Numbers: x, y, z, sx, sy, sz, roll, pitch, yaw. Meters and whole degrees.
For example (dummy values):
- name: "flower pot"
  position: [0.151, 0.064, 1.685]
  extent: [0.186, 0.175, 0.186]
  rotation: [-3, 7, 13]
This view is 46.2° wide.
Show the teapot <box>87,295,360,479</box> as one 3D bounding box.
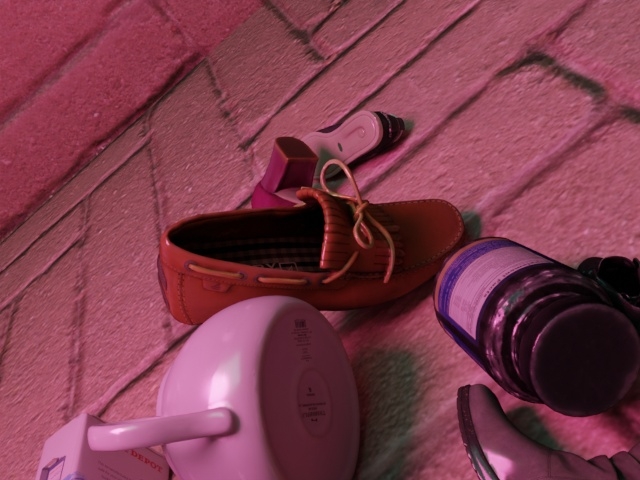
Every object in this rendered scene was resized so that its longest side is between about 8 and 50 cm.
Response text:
- name: "teapot"
  position: [-0.087, 0.185, 0.797]
  extent: [0.187, 0.256, 0.253]
  rotation: [-14, 34, 26]

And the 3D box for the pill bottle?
- name: "pill bottle"
  position: [0.189, 0.073, 0.681]
  extent: [0.123, 0.123, 0.219]
  rotation: [-44, 14, 1]

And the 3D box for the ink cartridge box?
- name: "ink cartridge box"
  position: [-0.277, 0.346, 0.934]
  extent: [0.093, 0.154, 0.212]
  rotation: [-35, 33, 20]

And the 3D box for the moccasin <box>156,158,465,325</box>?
- name: "moccasin"
  position: [-0.001, -0.002, 0.885]
  extent: [0.379, 0.147, 0.139]
  rotation: [-3, 49, -15]

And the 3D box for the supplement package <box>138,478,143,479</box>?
- name: "supplement package"
  position: [-0.083, 0.339, 0.667]
  extent: [0.203, 0.194, 0.149]
  rotation: [-5, 49, 49]

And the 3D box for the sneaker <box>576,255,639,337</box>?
- name: "sneaker"
  position: [0.275, 0.042, 0.686]
  extent: [0.051, 0.089, 0.170]
  rotation: [-20, 32, 8]

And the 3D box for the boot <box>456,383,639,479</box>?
- name: "boot"
  position: [0.217, 0.195, 0.621]
  extent: [0.161, 0.083, 0.247]
  rotation: [-26, 33, 7]

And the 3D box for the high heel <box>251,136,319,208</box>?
- name: "high heel"
  position: [-0.009, 0.010, 1.122]
  extent: [0.377, 0.127, 0.181]
  rotation: [-115, 34, -49]

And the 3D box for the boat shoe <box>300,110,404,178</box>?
- name: "boat shoe"
  position: [0.042, -0.159, 1.264]
  extent: [0.079, 0.084, 0.233]
  rotation: [-19, 1, -41]
